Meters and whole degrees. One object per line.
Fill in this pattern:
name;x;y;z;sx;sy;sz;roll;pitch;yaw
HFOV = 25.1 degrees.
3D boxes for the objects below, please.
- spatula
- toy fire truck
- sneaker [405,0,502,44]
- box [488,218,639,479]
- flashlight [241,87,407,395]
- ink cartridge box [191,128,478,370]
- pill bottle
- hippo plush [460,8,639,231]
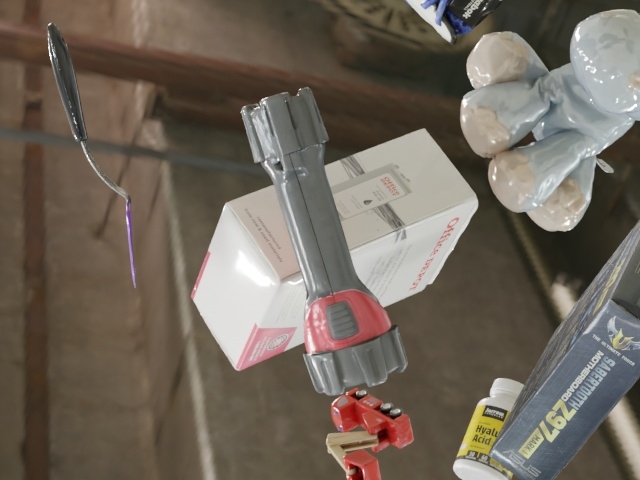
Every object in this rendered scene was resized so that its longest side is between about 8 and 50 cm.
spatula;-0.236;-0.088;1.526;0.030;0.296;0.084;-20;-160;-2
toy fire truck;0.058;0.285;2.083;0.135;0.047;0.192;-24;-154;-27
sneaker;0.105;-0.313;1.523;0.315;0.127;0.182;15;-152;-48
box;0.236;0.077;1.187;0.059;0.183;0.232;34;-148;6
flashlight;0.000;0.000;1.461;0.103;0.304;0.103;-20;-175;-44
ink cartridge box;0.015;0.011;1.657;0.283;0.207;0.117;-22;-115;-30
pill bottle;0.197;0.216;1.608;0.065;0.065;0.116;22;-114;5
hippo plush;0.334;-0.146;1.682;0.294;0.236;0.234;13;-112;-40
